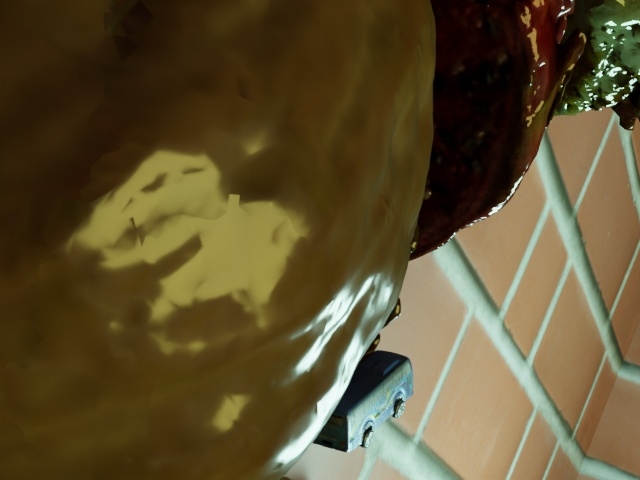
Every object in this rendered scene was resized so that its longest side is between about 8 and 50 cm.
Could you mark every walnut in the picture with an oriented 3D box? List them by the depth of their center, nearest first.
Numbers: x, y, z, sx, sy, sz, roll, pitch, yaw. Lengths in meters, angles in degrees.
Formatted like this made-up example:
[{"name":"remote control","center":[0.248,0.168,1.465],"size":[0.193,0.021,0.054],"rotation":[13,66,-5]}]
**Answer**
[{"name":"walnut","center":[-0.104,-0.052,0.519],"size":[0.306,0.306,0.344],"rotation":[84,28,-45]}]

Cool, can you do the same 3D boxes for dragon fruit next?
[{"name":"dragon fruit","center":[0.075,-0.188,0.994],"size":[0.240,0.302,0.330],"rotation":[29,53,-26]}]

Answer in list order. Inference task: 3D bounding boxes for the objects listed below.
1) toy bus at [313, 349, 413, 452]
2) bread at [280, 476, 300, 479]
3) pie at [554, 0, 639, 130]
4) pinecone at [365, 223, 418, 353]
[{"name":"toy bus","center":[0.044,0.160,1.337],"size":[0.153,0.051,0.061],"rotation":[-34,132,-54]},{"name":"bread","center":[0.039,0.379,1.213],"size":[0.279,0.279,0.207],"rotation":[-65,156,-5]},{"name":"pie","center":[0.232,-0.297,1.094],"size":[0.418,0.181,0.395],"rotation":[66,24,-67]},{"name":"pinecone","center":[-0.027,0.003,0.905],"size":[0.212,0.169,0.185],"rotation":[1,122,-52]}]
